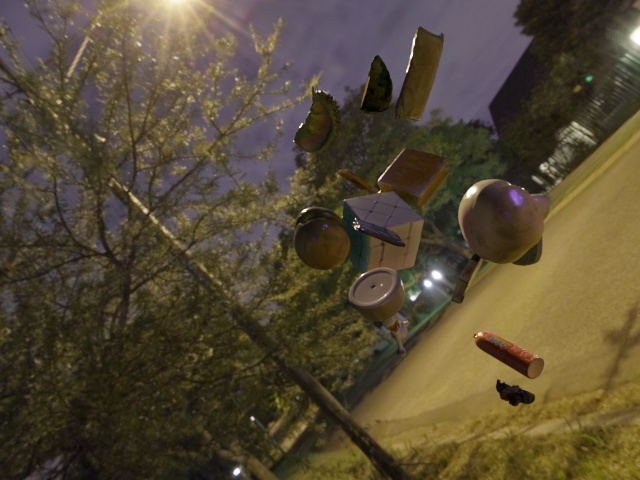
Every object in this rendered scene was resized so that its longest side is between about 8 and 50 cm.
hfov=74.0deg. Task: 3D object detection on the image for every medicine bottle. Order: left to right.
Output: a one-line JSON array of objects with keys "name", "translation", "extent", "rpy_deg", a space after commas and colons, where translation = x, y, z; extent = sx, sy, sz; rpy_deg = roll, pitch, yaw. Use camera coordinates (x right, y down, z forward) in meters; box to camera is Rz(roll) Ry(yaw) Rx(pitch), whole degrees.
[{"name": "medicine bottle", "translation": [0.659, 0.162, 1.892], "extent": [0.201, 0.052, 0.171], "rpy_deg": [-48, -28, -30]}]

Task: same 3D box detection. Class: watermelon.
[{"name": "watermelon", "translation": [0.212, -0.583, 1.683], "extent": [0.122, 0.129, 0.301], "rpy_deg": [-6, -14, -5]}]

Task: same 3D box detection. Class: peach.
[{"name": "peach", "translation": [0.000, -0.001, 1.885], "extent": [0.247, 0.293, 0.292], "rpy_deg": [-20, -20, -10]}]

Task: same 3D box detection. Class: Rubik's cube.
[{"name": "Rubik's cube", "translation": [0.311, -0.037, 2.252], "extent": [0.318, 0.322, 0.316], "rpy_deg": [-13, -50, -20]}]

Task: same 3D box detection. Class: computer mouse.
[{"name": "computer mouse", "translation": [1.026, -0.034, 2.173], "extent": [0.095, 0.197, 0.331], "rpy_deg": [-20, -75, -48]}]

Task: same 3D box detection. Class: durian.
[{"name": "durian", "translation": [-0.008, -0.503, 1.875], "extent": [0.168, 0.159, 0.352], "rpy_deg": [5, -29, -19]}]

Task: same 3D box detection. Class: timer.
[{"name": "timer", "translation": [0.223, 0.240, 1.373], "extent": [0.175, 0.266, 0.175], "rpy_deg": [-24, 30, 15]}]

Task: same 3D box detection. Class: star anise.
[{"name": "star anise", "translation": [0.642, 0.506, 1.389], "extent": [0.190, 0.097, 0.070], "rpy_deg": [12, -86, -35]}]

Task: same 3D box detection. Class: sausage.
[{"name": "sausage", "translation": [0.754, 0.453, 1.754], "extent": [0.093, 0.093, 0.312], "rpy_deg": [-47, 29, -9]}]

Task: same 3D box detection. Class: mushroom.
[{"name": "mushroom", "translation": [0.727, -0.067, 1.668], "extent": [0.353, 0.352, 0.325], "rpy_deg": [-58, 9, 32]}]

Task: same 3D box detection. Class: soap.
[{"name": "soap", "translation": [0.528, -0.356, 2.427], "extent": [0.335, 0.293, 0.156], "rpy_deg": [-49, -32, -23]}]

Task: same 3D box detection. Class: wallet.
[{"name": "wallet", "translation": [0.188, -0.021, 1.385], "extent": [0.111, 0.165, 0.030], "rpy_deg": [-98, 29, -71]}]

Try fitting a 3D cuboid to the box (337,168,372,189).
[{"name": "box", "translation": [0.163, -0.287, 2.012], "extent": [0.086, 0.155, 0.023], "rpy_deg": [6, 68, 62]}]

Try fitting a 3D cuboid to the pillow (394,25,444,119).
[{"name": "pillow", "translation": [0.341, -0.567, 1.465], "extent": [0.184, 0.074, 0.303], "rpy_deg": [-14, -57, -49]}]
